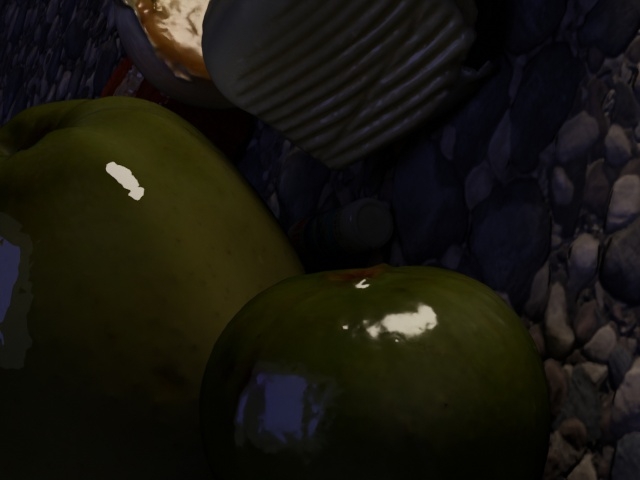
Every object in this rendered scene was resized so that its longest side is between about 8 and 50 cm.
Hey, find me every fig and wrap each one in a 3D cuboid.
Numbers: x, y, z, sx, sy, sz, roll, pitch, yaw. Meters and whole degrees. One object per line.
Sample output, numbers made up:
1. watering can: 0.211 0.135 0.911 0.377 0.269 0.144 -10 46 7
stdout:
1. fig: 0.048 0.179 1.101 0.316 0.316 0.316 -34 49 50

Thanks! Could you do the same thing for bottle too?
1. bottle: 0.000 0.000 1.485 0.217 0.060 0.060 -20 60 57

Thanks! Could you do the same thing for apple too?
1. apple: -0.228 0.082 1.359 0.473 0.473 0.474 -34 49 50

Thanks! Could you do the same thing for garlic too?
1. garlic: -0.122 -0.319 1.654 0.286 0.313 0.249 -127 32 -47

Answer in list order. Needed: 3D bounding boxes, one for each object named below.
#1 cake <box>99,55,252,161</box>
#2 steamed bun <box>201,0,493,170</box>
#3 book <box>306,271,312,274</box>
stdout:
1. cake: -0.209 -0.182 1.844 0.283 0.151 0.177 -30 42 49
2. steamed bun: 0.026 -0.267 1.413 0.290 0.273 0.272 -47 24 34
3. book: -0.026 0.131 1.500 0.269 0.025 0.191 12 87 61
